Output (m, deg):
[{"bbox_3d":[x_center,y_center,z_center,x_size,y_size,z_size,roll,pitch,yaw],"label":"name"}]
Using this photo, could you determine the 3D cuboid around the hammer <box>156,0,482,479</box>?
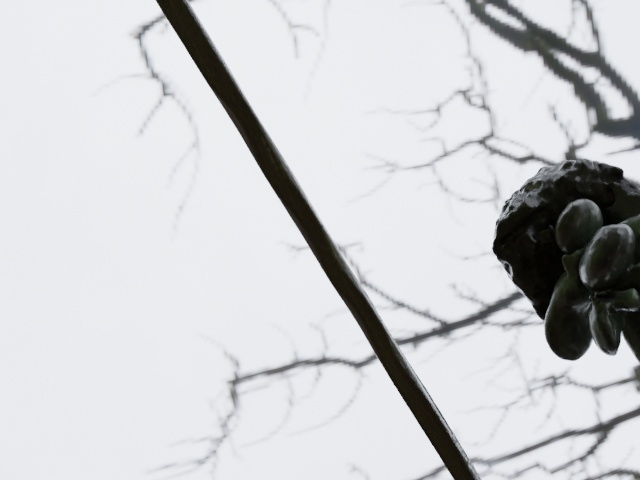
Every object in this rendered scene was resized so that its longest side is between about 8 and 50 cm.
[{"bbox_3d":[0.000,0.000,0.558,0.029,0.058,0.292,-31,-89,5],"label":"hammer"}]

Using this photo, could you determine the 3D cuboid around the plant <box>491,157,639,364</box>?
[{"bbox_3d":[0.228,0.020,1.215,0.149,0.146,0.274,-49,-166,9],"label":"plant"}]
